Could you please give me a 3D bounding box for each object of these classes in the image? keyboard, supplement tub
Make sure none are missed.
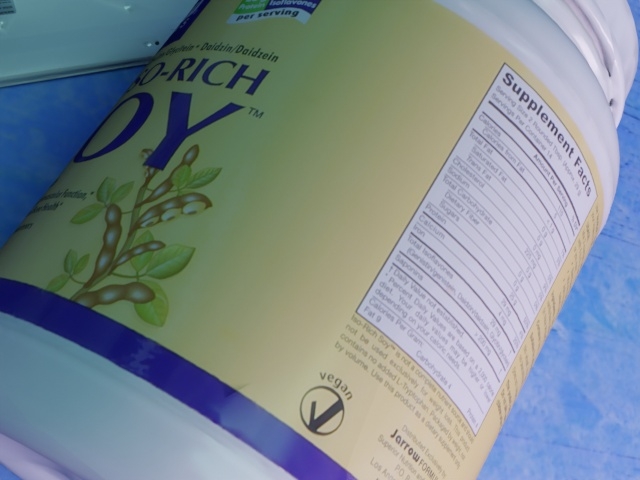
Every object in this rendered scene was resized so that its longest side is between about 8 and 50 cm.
[{"bbox_3d":[-0.176,-0.118,0.540,0.256,0.014,0.072,-16,89,-33],"label":"keyboard"},{"bbox_3d":[0.000,0.000,0.502,0.241,0.241,0.331,42,64,-22],"label":"supplement tub"}]
